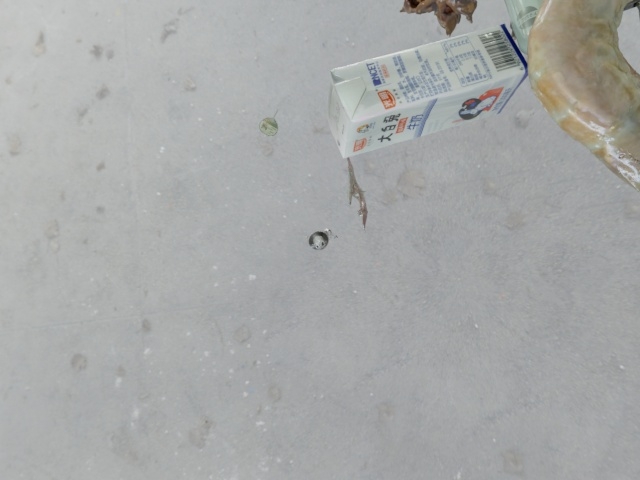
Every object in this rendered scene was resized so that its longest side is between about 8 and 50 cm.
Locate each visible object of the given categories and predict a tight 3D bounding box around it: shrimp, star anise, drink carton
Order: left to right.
[{"bbox_3d":[0.171,-0.248,0.747,0.315,0.130,0.106,-18,73,-7],"label":"drink carton"},{"bbox_3d":[0.291,-0.536,0.948,0.347,0.237,0.148,27,82,-7],"label":"star anise"},{"bbox_3d":[0.239,-0.098,0.298,0.152,0.046,0.219,-42,93,-7],"label":"shrimp"}]

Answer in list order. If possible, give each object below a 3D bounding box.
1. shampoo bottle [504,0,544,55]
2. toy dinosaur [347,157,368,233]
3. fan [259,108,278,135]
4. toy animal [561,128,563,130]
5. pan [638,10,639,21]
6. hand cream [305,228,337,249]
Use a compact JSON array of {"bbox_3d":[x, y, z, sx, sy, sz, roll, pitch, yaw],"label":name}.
[{"bbox_3d":[0.332,-0.336,0.688,0.056,0.056,0.194,-14,73,16],"label":"shampoo bottle"},{"bbox_3d":[0.089,-0.125,1.107,0.032,0.108,0.219,-14,90,22],"label":"toy dinosaur"},{"bbox_3d":[-0.156,-0.353,1.323,0.060,0.003,0.080,3,93,13],"label":"fan"},{"bbox_3d":[0.650,-0.252,0.961,0.220,0.095,0.155,-12,72,0],"label":"toy animal"},{"bbox_3d":[0.802,-0.472,1.044,0.040,0.115,0.212,-20,105,47],"label":"pan"},{"bbox_3d":[-0.001,-0.004,1.212,0.084,0.257,0.050,-17,92,5],"label":"hand cream"}]
